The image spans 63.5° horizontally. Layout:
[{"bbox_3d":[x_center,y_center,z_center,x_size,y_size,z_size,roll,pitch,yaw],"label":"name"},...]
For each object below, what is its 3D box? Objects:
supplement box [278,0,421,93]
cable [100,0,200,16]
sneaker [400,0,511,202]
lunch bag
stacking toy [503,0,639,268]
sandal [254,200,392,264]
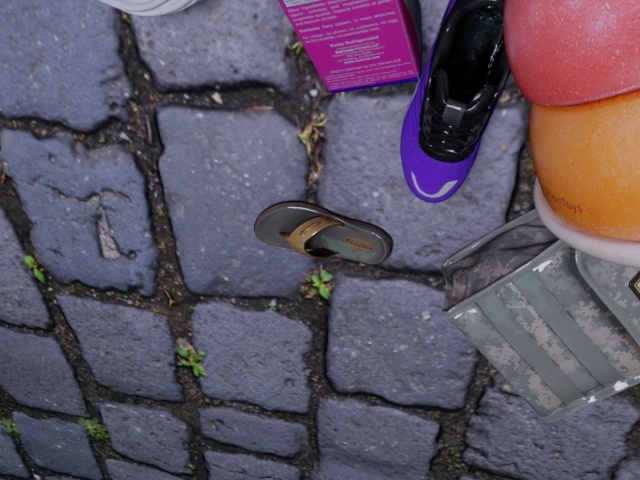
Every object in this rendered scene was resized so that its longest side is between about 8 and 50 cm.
[{"bbox_3d":[0.029,-0.259,0.515,0.114,0.111,0.220,-3,161,18],"label":"supplement box"},{"bbox_3d":[-0.205,-0.392,0.577,0.257,0.089,0.256,16,126,7],"label":"cable"},{"bbox_3d":[0.151,-0.155,0.597,0.102,0.146,0.293,14,126,7],"label":"sneaker"},{"bbox_3d":[0.348,0.071,0.686,0.287,0.169,0.235,-37,104,25],"label":"lunch bag"},{"bbox_3d":[0.238,-0.245,0.375,0.351,0.350,0.479,-27,114,30],"label":"stacking toy"},{"bbox_3d":[0.000,0.000,0.801,0.220,0.060,0.089,17,126,5],"label":"sandal"}]
